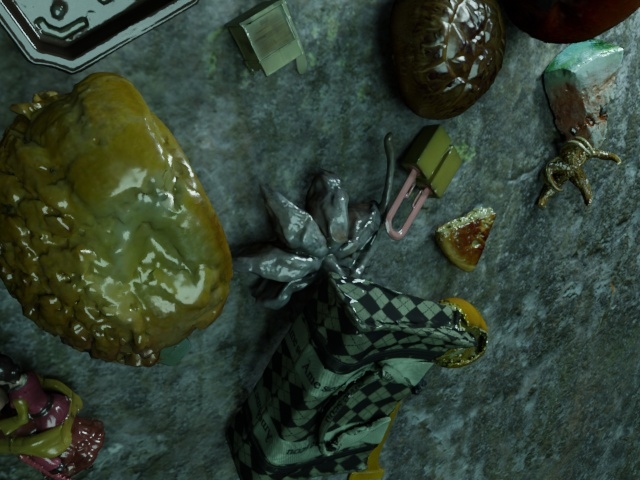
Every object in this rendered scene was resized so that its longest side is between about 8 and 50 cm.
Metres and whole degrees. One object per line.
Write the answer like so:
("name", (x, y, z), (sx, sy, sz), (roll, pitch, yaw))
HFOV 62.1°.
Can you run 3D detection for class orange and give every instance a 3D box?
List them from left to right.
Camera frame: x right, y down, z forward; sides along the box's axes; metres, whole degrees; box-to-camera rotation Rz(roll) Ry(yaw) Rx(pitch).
("orange", (0.295, 0.204, 1.165), (0.156, 0.134, 0.157), (-9, 103, -40))

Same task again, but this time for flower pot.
("flower pot", (-0.278, -0.328, 0.642), (0.250, 0.084, 0.179), (-37, 123, -14))

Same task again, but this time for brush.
("brush", (0.132, 0.481, 1.238), (0.103, 0.013, 0.272), (13, 100, -35))
("brush", (0.181, -0.099, 0.999), (0.103, 0.047, 0.233), (47, 66, -33))

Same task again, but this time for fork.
("fork", (-0.058, -0.359, 0.807), (0.034, 0.028, 0.220), (-37, 127, -24))

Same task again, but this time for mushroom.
("mushroom", (0.218, -0.335, 0.911), (0.253, 0.153, 0.253), (-14, 113, -38))

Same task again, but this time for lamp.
("lamp", (-0.417, 0.246, 0.748), (0.118, 0.118, 0.253), (-40, 130, -13))

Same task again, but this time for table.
("table", (-0.082, -0.298, 0.786), (0.079, 0.062, 0.083), (-37, 123, -15))

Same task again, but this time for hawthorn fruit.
("hawthorn fruit", (0.456, -0.510, 0.920), (0.295, 0.295, 0.311), (36, 86, -36))

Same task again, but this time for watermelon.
("watermelon", (0.586, -0.309, 1.191), (0.154, 0.094, 0.241), (-32, 125, -11))

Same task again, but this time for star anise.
("star anise", (0.000, 0.000, 0.900), (0.315, 0.139, 0.360), (-11, 117, -38))

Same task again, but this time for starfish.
("starfish", (0.585, -0.144, 1.235), (0.146, 0.074, 0.190), (25, 116, -22))

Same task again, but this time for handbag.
("handbag", (0.059, 0.264, 0.949), (0.316, 0.180, 0.416), (11, 122, -34))

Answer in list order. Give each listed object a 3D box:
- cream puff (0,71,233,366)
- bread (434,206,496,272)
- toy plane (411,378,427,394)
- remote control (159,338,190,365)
("cream puff", (-0.256, -0.012, 0.626), (0.231, 0.327, 0.343), (-26, 160, -17))
("bread", (0.314, 0.009, 1.150), (0.154, 0.054, 0.136), (-22, 117, -17))
("toy plane", (0.176, 0.296, 1.157), (0.169, 0.078, 0.246), (-37, 131, 18))
("remote control", (-0.299, 0.128, 0.824), (0.222, 0.042, 0.072), (41, 84, -34))
